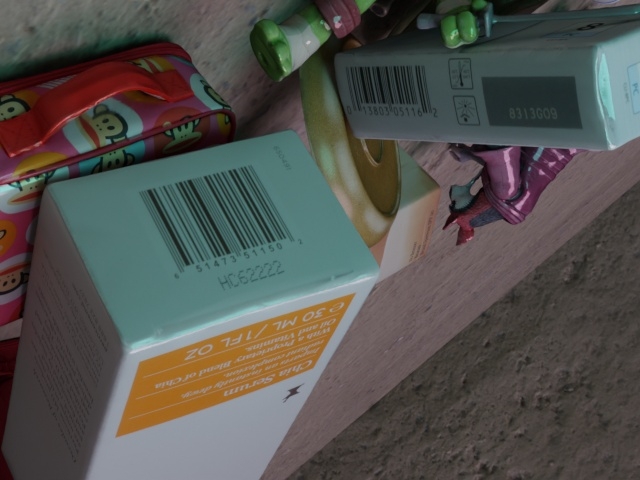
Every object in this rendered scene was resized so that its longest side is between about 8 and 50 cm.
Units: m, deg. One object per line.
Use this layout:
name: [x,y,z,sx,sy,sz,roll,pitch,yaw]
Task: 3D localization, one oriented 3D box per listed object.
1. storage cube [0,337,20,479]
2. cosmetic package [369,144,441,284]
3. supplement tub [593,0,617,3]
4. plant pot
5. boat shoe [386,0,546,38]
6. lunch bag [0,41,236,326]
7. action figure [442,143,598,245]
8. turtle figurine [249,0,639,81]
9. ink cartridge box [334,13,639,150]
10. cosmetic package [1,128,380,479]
storage cube: [-0.390,0.250,1.283,0.215,0.193,0.183,-45,162,27]
cosmetic package: [0.000,0.000,1.478,0.296,0.129,0.153,-29,150,-25]
supplement tub: [0.351,-0.341,1.429,0.071,0.071,0.107,-43,163,18]
plant pot: [0.038,-0.110,1.146,0.032,0.236,0.236,-11,171,20]
boat shoe: [0.179,-0.270,1.236,0.302,0.113,0.103,-38,-176,-5]
lunch bag: [-0.217,-0.053,0.960,0.293,0.120,0.258,-23,157,-38]
action figure: [0.317,-0.130,1.614,0.370,0.275,0.248,-54,167,8]
turtle figurine: [0.058,-0.247,0.888,0.266,0.275,0.198,-29,128,-12]
ink cartridge box: [0.254,-0.183,1.038,0.385,0.091,0.308,-26,-160,-33]
cosmetic package: [-0.142,0.119,1.036,0.230,0.161,0.453,-16,152,-29]
